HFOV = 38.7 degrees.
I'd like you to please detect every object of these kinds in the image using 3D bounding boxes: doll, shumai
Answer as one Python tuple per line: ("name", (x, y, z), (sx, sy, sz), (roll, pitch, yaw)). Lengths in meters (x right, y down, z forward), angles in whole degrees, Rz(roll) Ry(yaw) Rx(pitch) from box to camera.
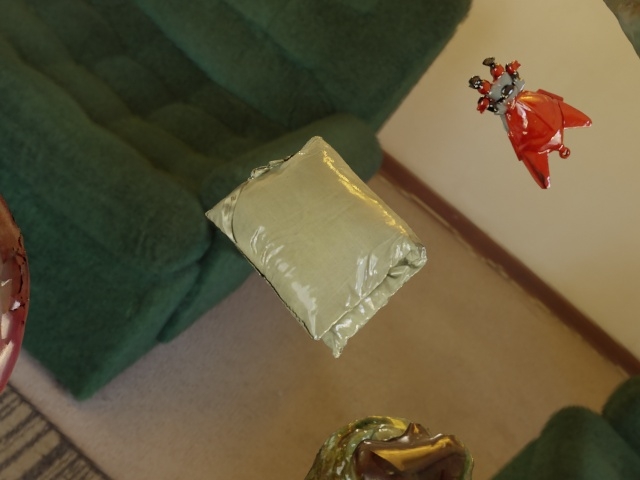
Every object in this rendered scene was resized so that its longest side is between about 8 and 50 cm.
("doll", (0.252, -0.153, 1.109), (0.169, 0.109, 0.057), (39, -7, -29))
("shumai", (0.083, 0.329, 0.976), (0.222, 0.204, 0.271), (-17, 95, -15))

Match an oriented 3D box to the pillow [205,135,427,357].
("pillow", (0.000, 0.000, 0.827), (0.181, 0.134, 0.078), (50, -1, 30))

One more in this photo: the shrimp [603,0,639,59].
("shrimp", (0.149, -0.181, 0.437), (0.445, 0.110, 0.221), (52, -4, 13))

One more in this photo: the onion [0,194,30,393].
("onion", (-0.190, 0.020, 0.357), (0.150, 0.150, 0.140), (30, -6, -15))
